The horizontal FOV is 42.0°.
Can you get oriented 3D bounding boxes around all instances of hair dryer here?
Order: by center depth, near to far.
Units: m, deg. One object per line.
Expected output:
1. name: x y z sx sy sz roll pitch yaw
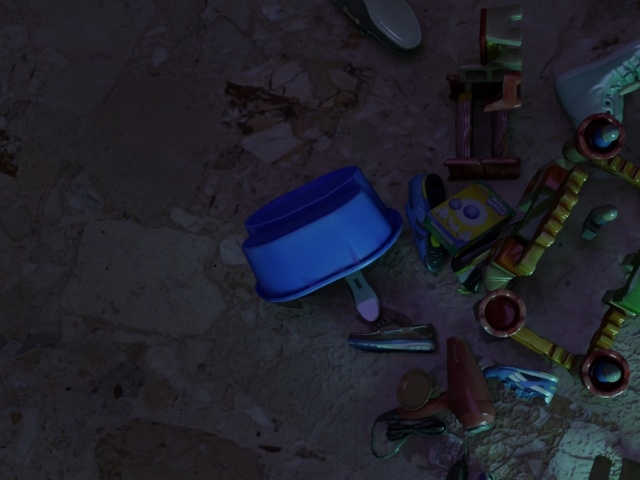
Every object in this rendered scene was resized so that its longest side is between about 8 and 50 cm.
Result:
1. hair dryer: 0.231 0.324 1.642 0.223 0.080 0.294 23 82 23

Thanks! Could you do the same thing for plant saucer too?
1. plant saucer: 0.188 0.296 1.650 0.083 0.015 0.083 -23 52 33

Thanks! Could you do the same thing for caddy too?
1. caddy: 0.000 0.000 1.719 0.341 0.241 0.179 -26 114 11

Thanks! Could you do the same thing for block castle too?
1. block castle: 0.498 0.022 1.522 0.303 0.213 0.453 30 86 2

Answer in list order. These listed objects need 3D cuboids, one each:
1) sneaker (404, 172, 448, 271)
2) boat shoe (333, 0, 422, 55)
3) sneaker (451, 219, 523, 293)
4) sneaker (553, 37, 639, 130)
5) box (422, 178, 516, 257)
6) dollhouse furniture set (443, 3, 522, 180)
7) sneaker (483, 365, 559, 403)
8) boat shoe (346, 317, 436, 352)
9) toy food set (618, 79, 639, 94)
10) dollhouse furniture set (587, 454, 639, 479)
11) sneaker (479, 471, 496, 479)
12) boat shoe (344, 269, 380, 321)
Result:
1. sneaker: 0.220 -0.036 1.756 0.082 0.069 0.209 -11 81 52
2. boat shoe: 0.116 -0.522 1.891 0.109 0.091 0.305 -25 67 -30
3. sneaker: 0.377 0.032 1.687 0.234 0.084 0.097 -28 95 10
4. sneaker: 0.614 -0.303 1.673 0.256 0.094 0.151 -23 64 21
5. box: 0.309 -0.052 1.701 0.179 0.043 0.105 -31 66 -25
6. dollhouse furniture set: 0.310 -0.268 1.615 0.152 0.374 0.201 0 75 13
7. sneaker: 0.386 0.277 1.621 0.144 0.053 0.059 9 81 20
8. boat shoe: 0.146 0.195 1.716 0.183 0.066 0.066 2 72 8
9. toy food set: 0.705 -0.197 1.483 0.219 0.092 0.306 -22 64 -28
10. dollhouse furniture set: 0.517 0.487 1.539 0.144 0.123 0.151 17 117 21
11. sneaker: 0.300 0.523 1.579 0.071 0.068 0.170 3 78 24
12. boat shoe: 0.087 0.109 1.765 0.049 0.040 0.142 -25 70 1
